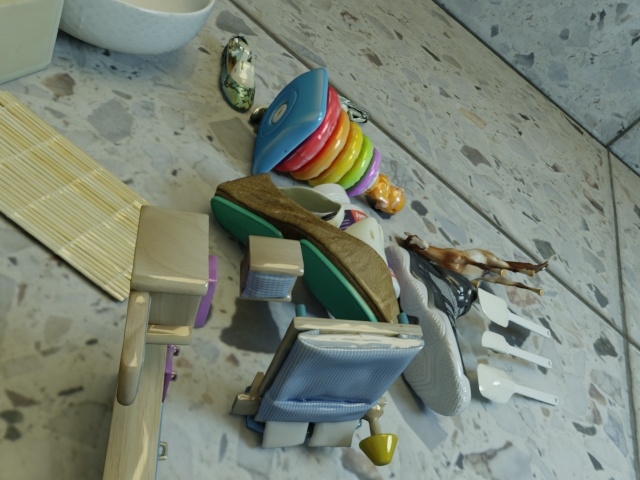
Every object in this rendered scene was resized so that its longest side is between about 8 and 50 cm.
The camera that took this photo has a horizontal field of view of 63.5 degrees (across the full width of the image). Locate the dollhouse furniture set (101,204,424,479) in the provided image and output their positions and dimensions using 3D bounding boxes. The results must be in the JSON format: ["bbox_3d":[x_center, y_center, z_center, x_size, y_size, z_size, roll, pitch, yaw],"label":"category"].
[{"bbox_3d":[-0.018,0.156,0.438,0.303,0.286,0.198,8,48,-19],"label":"dollhouse furniture set"}]

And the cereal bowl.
[{"bbox_3d":[-0.350,-0.419,0.841,0.339,0.141,0.339,22,42,-21],"label":"cereal bowl"}]

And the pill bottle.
[{"bbox_3d":[0.032,0.013,0.762,0.108,0.108,0.193,4,51,-37],"label":"pill bottle"}]

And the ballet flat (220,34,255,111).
[{"bbox_3d":[-0.152,-0.325,0.975,0.070,0.070,0.188,11,47,-32],"label":"ballet flat"}]

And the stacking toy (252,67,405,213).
[{"bbox_3d":[0.043,-0.137,0.905,0.302,0.175,0.165,32,40,-28],"label":"stacking toy"}]

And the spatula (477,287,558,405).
[{"bbox_3d":[0.326,0.191,0.854,0.242,0.019,0.168,25,57,-37],"label":"spatula"}]

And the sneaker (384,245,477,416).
[{"bbox_3d":[0.186,0.126,0.785,0.153,0.101,0.268,7,49,-35],"label":"sneaker"}]

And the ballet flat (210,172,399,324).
[{"bbox_3d":[0.000,0.000,0.667,0.124,0.116,0.342,-37,51,-26],"label":"ballet flat"}]

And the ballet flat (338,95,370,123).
[{"bbox_3d":[0.062,-0.285,1.136,0.114,0.041,0.041,15,45,-27],"label":"ballet flat"}]

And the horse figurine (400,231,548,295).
[{"bbox_3d":[0.295,0.047,0.948,0.263,0.066,0.174,6,11,-31],"label":"horse figurine"}]

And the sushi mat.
[{"bbox_3d":[-0.315,-0.063,0.623,0.316,0.019,0.151,38,39,-3],"label":"sushi mat"}]

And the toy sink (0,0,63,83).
[{"bbox_3d":[-0.460,-0.276,0.618,0.153,0.131,0.234,38,39,-2],"label":"toy sink"}]

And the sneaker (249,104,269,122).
[{"bbox_3d":[-0.095,-0.229,0.954,0.035,0.031,0.083,49,39,10],"label":"sneaker"}]
